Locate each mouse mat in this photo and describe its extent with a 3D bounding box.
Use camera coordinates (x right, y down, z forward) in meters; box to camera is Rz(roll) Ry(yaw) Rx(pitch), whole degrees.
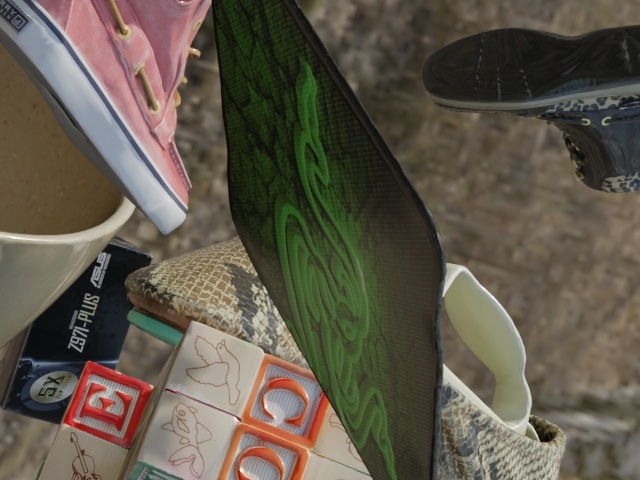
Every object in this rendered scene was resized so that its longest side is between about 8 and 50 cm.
[{"bbox_3d":[0.000,0.000,0.559,0.007,0.152,0.189,-23,147,-12],"label":"mouse mat"}]

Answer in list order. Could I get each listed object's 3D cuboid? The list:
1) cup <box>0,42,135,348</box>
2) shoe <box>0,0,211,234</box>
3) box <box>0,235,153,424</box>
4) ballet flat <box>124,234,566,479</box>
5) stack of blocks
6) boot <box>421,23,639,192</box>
[{"bbox_3d":[-0.304,-0.013,1.034,0.237,0.331,0.331,-55,166,19],"label":"cup"},{"bbox_3d":[-0.078,-0.073,0.813,0.081,0.063,0.178,-43,147,-8],"label":"shoe"},{"bbox_3d":[-0.211,0.057,1.465,0.180,0.077,0.147,22,-86,70],"label":"box"},{"bbox_3d":[0.043,0.083,1.352,0.483,0.164,0.182,42,77,-45],"label":"ballet flat"},{"bbox_3d":[-0.078,0.146,1.102,0.297,0.171,0.087,125,-14,-65],"label":"stack of blocks"},{"bbox_3d":[0.217,-0.109,1.670,0.178,0.236,0.085,75,14,-55],"label":"boot"}]
